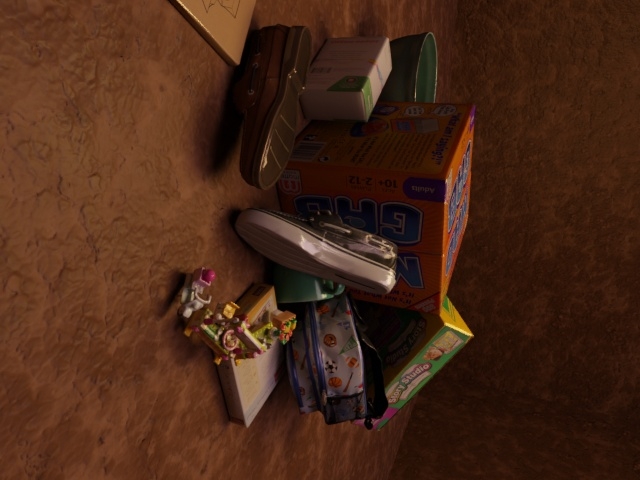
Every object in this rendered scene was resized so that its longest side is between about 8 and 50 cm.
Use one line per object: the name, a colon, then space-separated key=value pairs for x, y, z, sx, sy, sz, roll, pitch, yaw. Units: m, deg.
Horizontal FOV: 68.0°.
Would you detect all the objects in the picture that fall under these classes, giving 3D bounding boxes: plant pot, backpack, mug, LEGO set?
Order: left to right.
LEGO set: x=-0.111 y=0.150 z=0.812 sx=0.287 sy=0.107 sz=0.132 roll=34 pitch=54 yaw=-48
mug: x=-0.026 y=0.079 z=1.035 sx=0.129 sy=0.158 sz=0.097 roll=25 pitch=60 yaw=-85
backpack: x=0.022 y=0.258 z=1.097 sx=0.276 sy=0.214 sz=0.263 roll=-112 pitch=-161 yaw=-53
plant pot: x=0.214 y=-0.448 z=1.383 sx=0.293 sy=0.197 sz=0.292 roll=9 pitch=90 yaw=-68

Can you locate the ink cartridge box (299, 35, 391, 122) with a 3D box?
ink cartridge box: x=0.061 y=-0.373 z=1.088 sx=0.093 sy=0.155 sz=0.212 roll=70 pitch=35 yaw=-50

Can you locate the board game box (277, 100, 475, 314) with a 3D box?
board game box: x=0.151 y=-0.098 z=1.137 sx=0.356 sy=0.357 sz=0.356 roll=-57 pitch=148 yaw=-46

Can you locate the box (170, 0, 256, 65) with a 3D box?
box: x=-0.161 y=-0.390 z=0.716 sx=0.201 sy=0.021 sz=0.164 roll=33 pitch=67 yaw=-67

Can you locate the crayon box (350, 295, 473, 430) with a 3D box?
crayon box: x=0.179 y=0.250 z=1.244 sx=0.362 sy=0.106 sz=0.313 roll=-54 pitch=-149 yaw=22

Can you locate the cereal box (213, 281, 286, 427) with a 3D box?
cereal box: x=-0.139 y=0.230 z=0.960 sx=0.173 sy=0.048 sz=0.239 roll=-49 pitch=142 yaw=-52

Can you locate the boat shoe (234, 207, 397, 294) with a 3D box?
boat shoe: x=0.000 y=0.000 z=0.929 sx=0.121 sy=0.336 sz=0.119 roll=-33 pitch=-143 yaw=58

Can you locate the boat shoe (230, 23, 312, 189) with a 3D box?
boat shoe: x=-0.098 y=-0.233 z=0.827 sx=0.110 sy=0.105 sz=0.306 roll=65 pitch=37 yaw=-68
